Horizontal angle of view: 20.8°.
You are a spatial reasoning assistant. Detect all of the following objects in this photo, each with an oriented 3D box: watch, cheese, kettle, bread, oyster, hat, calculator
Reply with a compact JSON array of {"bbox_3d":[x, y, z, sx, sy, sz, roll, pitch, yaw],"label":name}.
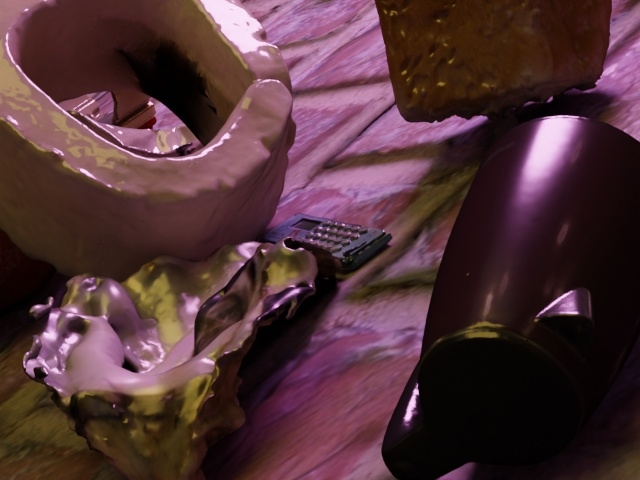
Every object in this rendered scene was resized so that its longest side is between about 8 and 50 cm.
[{"bbox_3d":[-0.295,-0.226,2.111,0.165,0.268,0.102,12,41,45],"label":"watch"},{"bbox_3d":[-0.172,-0.110,1.618,0.292,0.153,0.332,-26,58,-31],"label":"cheese"},{"bbox_3d":[0.122,0.047,1.131,0.202,0.144,0.232,-36,13,38],"label":"kettle"},{"bbox_3d":[0.163,-0.214,1.603,0.195,0.246,0.176,-12,-3,44],"label":"bread"},{"bbox_3d":[-0.103,0.080,1.361,0.237,0.115,0.351,-15,26,7],"label":"oyster"},{"bbox_3d":[-0.143,-0.066,1.810,0.219,0.164,0.226,-10,59,-6],"label":"hat"},{"bbox_3d":[0.000,0.000,1.557,0.057,0.018,0.172,-32,20,-21],"label":"calculator"}]

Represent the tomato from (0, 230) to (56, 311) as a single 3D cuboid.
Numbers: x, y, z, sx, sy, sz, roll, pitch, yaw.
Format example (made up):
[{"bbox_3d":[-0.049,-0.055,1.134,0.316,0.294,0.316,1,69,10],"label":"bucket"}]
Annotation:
[{"bbox_3d":[-0.377,-0.021,1.752,0.188,0.232,0.232,-41,19,7],"label":"tomato"}]
